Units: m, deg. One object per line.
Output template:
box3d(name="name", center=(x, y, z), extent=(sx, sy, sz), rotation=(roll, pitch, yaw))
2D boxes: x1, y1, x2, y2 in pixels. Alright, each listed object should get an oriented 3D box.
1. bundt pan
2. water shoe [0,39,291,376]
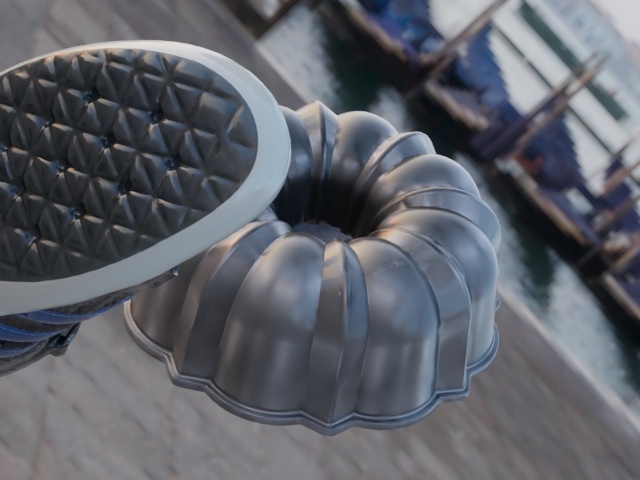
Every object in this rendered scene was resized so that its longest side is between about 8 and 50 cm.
box3d(name="bundt pan", center=(0.000, 0.000, 1.374), extent=(0.331, 0.124, 0.331), rotation=(7, 39, -6))
box3d(name="water shoe", center=(-0.092, -0.001, 0.514), extent=(0.080, 0.203, 0.073), rotation=(24, 50, -63))
